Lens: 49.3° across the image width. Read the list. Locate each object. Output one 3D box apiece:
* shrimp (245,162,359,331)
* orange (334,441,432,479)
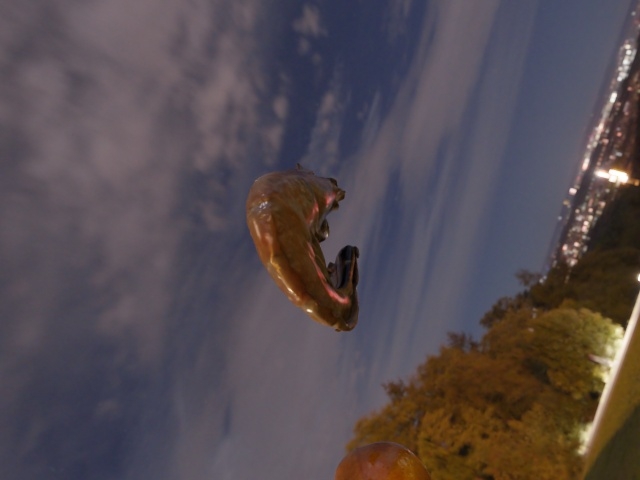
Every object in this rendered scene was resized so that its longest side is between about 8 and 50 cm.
[{"bbox_3d":[0.000,0.000,0.532,0.126,0.047,0.223,60,-163,-4],"label":"shrimp"},{"bbox_3d":[0.042,0.179,0.475,0.083,0.070,0.083,10,-90,-84],"label":"orange"}]
